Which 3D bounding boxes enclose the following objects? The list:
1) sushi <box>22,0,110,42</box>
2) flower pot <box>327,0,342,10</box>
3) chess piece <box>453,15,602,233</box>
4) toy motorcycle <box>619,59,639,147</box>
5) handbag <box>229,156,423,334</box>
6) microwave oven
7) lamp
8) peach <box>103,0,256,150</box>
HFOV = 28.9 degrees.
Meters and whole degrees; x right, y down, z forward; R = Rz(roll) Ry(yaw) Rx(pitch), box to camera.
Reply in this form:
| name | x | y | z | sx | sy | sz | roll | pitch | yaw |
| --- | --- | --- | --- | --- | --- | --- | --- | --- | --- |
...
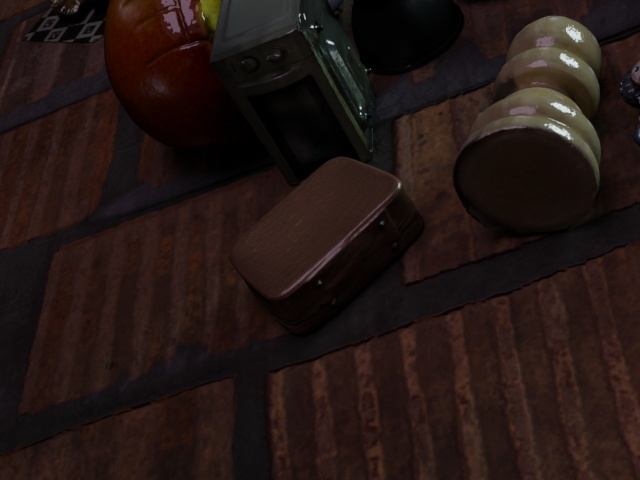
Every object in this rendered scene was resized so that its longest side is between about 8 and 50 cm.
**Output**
| name | x | y | z | sx | sy | sz | roll | pitch | yaw |
| --- | --- | --- | --- | --- | --- | --- | --- | --- | --- |
| sushi | -0.400 | -0.410 | 2.093 | 0.210 | 0.040 | 0.192 | 7 | 52 | 39 |
| flower pot | -0.028 | -0.442 | 1.717 | 0.265 | 0.265 | 0.243 | 15 | 48 | 44 |
| chess piece | 0.229 | -0.140 | 1.297 | 0.143 | 0.142 | 0.261 | -9 | 40 | 27 |
| toy motorcycle | 0.385 | -0.113 | 1.184 | 0.171 | 0.089 | 0.298 | -21 | 40 | 13 |
| handbag | 0.000 | 0.000 | 1.346 | 0.193 | 0.072 | 0.151 | -45 | 40 | -12 |
| microwave oven | -0.022 | -0.197 | 1.466 | 0.129 | 0.205 | 0.163 | -16 | 42 | 20 |
| lamp | 0.074 | -0.337 | 1.532 | 0.147 | 0.227 | 0.172 | -42 | 39 | -12 |
| peach | -0.157 | -0.231 | 1.593 | 0.245 | 0.249 | 0.274 | -46 | 41 | 41 |
